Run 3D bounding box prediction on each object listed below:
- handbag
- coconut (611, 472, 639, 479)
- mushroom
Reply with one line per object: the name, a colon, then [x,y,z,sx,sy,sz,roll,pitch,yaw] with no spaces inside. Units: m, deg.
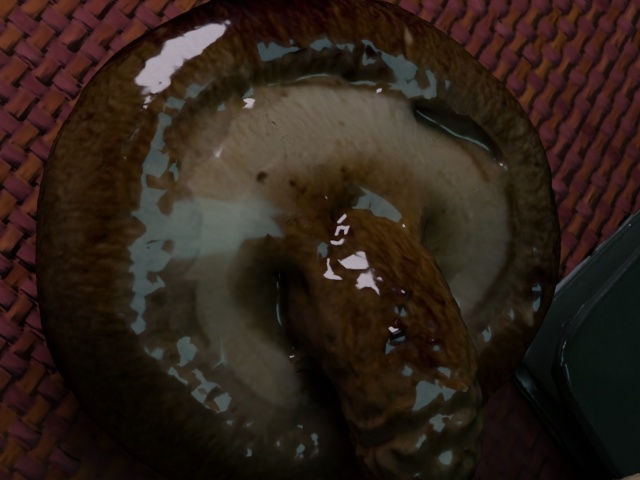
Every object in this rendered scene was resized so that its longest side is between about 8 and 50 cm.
handbag: [0.296,0.115,1.016,0.247,0.079,0.260,-41,103,-27]
coconut: [0.190,0.293,0.835,0.244,0.239,0.239,-25,93,-31]
mushroom: [-0.013,0.002,0.805,0.345,0.239,0.345,24,57,-42]
